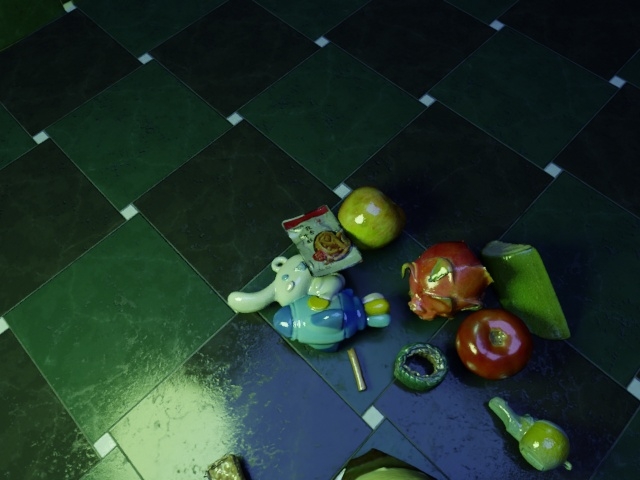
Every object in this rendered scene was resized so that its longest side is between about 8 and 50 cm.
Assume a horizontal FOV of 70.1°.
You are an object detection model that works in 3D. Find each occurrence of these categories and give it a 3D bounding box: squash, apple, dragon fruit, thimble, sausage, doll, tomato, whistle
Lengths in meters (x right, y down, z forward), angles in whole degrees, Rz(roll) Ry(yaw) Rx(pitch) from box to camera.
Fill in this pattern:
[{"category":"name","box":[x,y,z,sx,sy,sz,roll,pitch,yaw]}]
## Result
[{"category":"squash","box":[0.570,0.153,1.321,0.111,0.203,0.288,-27,101,-11]},{"category":"apple","box":[0.147,-0.062,1.355,0.196,0.196,0.196,-1,64,2]},{"category":"dragon fruit","box":[0.345,0.114,1.249,0.227,0.224,0.224,-34,63,20]},{"category":"thimble","box":[0.267,0.333,1.211,0.135,0.090,0.118,14,63,11]},{"category":"sausage","box":[0.099,0.351,1.244,0.026,0.026,0.116,-15,64,-5]},{"category":"doll","box":[-0.010,0.159,1.252,0.376,0.187,0.365,-45,64,-2]},{"category":"tomato","box":[0.457,0.274,1.207,0.195,0.136,0.195,-2,64,4]},{"category":"whistle","box":[0.523,0.470,1.130,0.123,0.123,0.223,-37,53,-15]}]

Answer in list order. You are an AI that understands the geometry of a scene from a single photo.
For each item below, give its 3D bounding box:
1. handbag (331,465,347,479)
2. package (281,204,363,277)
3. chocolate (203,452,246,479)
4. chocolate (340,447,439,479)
[{"category":"handbag","box":[0.112,0.711,0.994,0.358,0.160,0.237,40,76,19]},{"category":"package","box":[0.000,0.000,1.282,0.154,0.030,0.239,-21,49,-15]},{"category":"chocolate","box":[-0.171,0.672,1.073,0.102,0.065,0.329,-40,65,19]},{"category":"chocolate","box":[0.170,0.572,0.822,0.314,0.297,0.326,29,59,7]}]
